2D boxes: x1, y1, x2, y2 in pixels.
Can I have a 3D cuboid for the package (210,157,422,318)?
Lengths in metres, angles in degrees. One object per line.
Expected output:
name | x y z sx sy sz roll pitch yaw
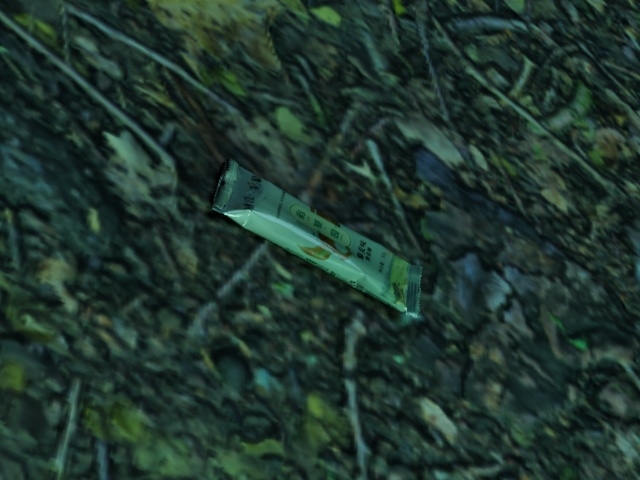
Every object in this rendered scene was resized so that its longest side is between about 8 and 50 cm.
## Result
package | 0.000 0.000 0.866 0.110 0.015 0.037 30 41 -16
